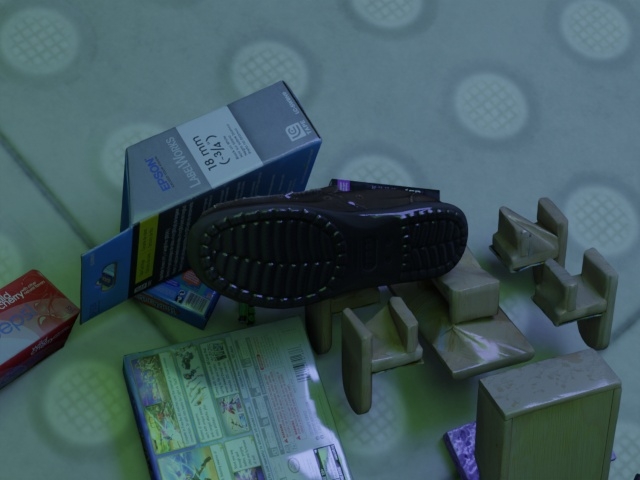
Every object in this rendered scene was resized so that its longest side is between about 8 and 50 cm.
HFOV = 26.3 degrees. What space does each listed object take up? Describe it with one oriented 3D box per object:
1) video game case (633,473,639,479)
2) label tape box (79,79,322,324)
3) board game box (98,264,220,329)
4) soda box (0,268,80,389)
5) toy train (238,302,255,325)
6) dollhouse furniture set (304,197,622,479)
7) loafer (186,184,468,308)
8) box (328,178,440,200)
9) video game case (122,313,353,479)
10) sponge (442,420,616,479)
[{"bbox_3d":[0.463,0.448,1.661,0.275,0.035,0.248,23,63,19],"label":"video game case"},{"bbox_3d":[-0.178,-0.047,1.737,0.333,0.240,0.106,-26,73,-20],"label":"label tape box"},{"bbox_3d":[-0.186,-0.003,1.877,0.160,0.047,0.210,25,64,2],"label":"board game box"},{"bbox_3d":[-0.425,0.141,1.698,0.092,0.083,0.263,42,44,10],"label":"soda box"},{"bbox_3d":[-0.101,0.078,1.873,0.023,0.017,0.083,-1,65,0],"label":"toy train"},{"bbox_3d":[0.213,0.177,1.785,0.362,0.256,0.394,-13,37,-17],"label":"dollhouse furniture set"},{"bbox_3d":[0.000,0.000,1.716,0.366,0.134,0.130,-1,20,-24],"label":"loafer"},{"bbox_3d":[0.091,-0.025,1.950,0.162,0.029,0.116,6,65,-9],"label":"box"},{"bbox_3d":[-0.106,0.251,1.767,0.244,0.061,0.269,-12,68,-17],"label":"video game case"},{"bbox_3d":[0.282,0.279,1.843,0.210,0.031,0.117,-18,70,-17],"label":"sponge"}]
